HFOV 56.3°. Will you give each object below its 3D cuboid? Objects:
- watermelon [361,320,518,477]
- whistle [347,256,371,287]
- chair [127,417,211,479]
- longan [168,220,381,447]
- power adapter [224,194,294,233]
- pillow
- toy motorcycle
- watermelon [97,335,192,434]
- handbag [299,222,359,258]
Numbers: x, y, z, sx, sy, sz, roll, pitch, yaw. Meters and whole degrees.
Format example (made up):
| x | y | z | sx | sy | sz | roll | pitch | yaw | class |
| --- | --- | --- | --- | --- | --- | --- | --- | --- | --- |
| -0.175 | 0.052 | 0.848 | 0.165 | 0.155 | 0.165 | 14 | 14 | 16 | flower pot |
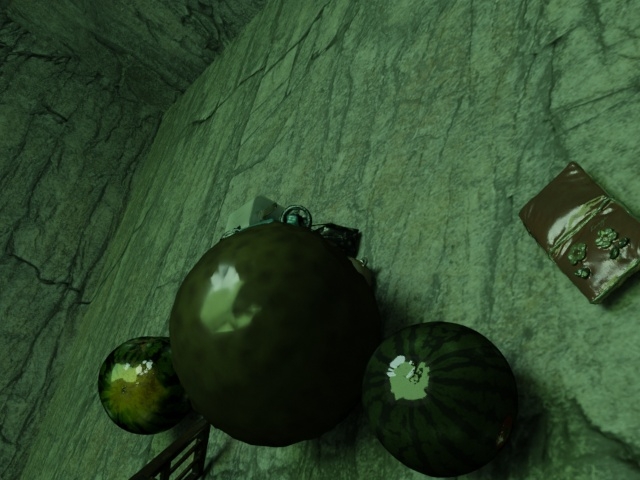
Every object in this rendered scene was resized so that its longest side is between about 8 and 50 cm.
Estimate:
| x | y | z | sx | sy | sz | roll | pitch | yaw | class |
| --- | --- | --- | --- | --- | --- | --- | --- | --- | --- |
| 0.161 | 0.212 | 0.810 | 0.212 | 0.212 | 0.212 | -39 | 35 | 34 | watermelon |
| 0.038 | 0.122 | 1.250 | 0.220 | 0.057 | 0.107 | -55 | 42 | 19 | whistle |
| -0.278 | 0.572 | 1.176 | 0.241 | 0.416 | 0.203 | 23 | 116 | 23 | chair |
| -0.079 | 0.165 | 1.079 | 0.391 | 0.391 | 0.391 | -39 | 35 | 34 | longan |
| -0.151 | -0.045 | 1.625 | 0.205 | 0.130 | 0.125 | -26 | 43 | 45 | power adapter |
| 0.372 | -0.015 | 0.849 | 0.126 | 0.043 | 0.232 | -49 | 29 | 21 | pillow |
| -0.123 | 0.040 | 1.443 | 0.260 | 0.154 | 0.206 | -19 | 78 | 18 | toy motorcycle |
| -0.448 | 0.380 | 1.587 | 0.269 | 0.269 | 0.269 | -39 | 35 | 34 | watermelon |
| 0.000 | 0.000 | 1.331 | 0.115 | 0.139 | 0.072 | -21 | 56 | 48 | handbag |
